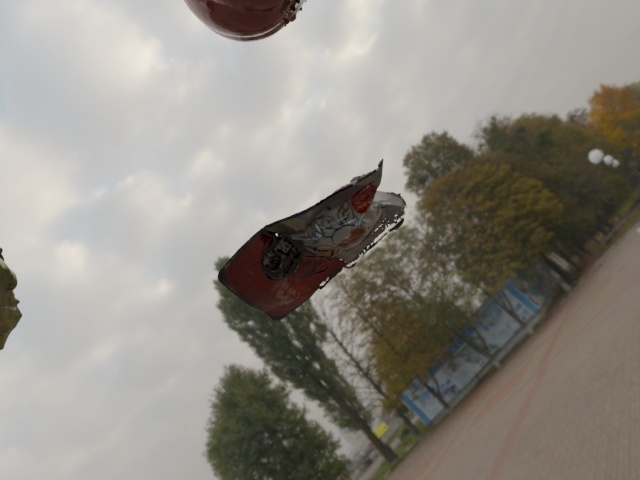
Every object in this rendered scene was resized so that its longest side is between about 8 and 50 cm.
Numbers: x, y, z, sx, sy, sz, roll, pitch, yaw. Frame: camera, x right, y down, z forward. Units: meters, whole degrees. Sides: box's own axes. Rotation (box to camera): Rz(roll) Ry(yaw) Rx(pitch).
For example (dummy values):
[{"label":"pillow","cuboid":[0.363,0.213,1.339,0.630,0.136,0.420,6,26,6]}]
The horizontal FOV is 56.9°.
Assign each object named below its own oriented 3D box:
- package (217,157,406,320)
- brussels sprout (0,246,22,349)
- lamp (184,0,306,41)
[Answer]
[{"label":"package","cuboid":[0.000,0.000,0.827,0.269,0.071,0.194,-36,-44,5]},{"label":"brussels sprout","cuboid":[-0.329,0.039,0.473,0.139,0.100,0.181,-47,-22,-7]},{"label":"lamp","cuboid":[-0.061,-0.272,0.528,0.182,0.140,0.182,-58,3,5]}]
